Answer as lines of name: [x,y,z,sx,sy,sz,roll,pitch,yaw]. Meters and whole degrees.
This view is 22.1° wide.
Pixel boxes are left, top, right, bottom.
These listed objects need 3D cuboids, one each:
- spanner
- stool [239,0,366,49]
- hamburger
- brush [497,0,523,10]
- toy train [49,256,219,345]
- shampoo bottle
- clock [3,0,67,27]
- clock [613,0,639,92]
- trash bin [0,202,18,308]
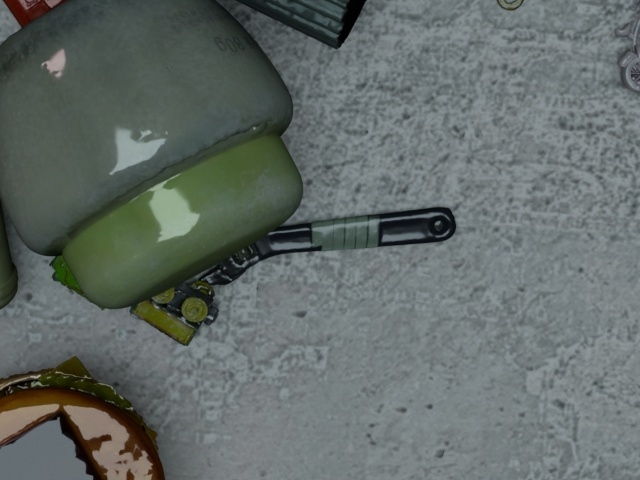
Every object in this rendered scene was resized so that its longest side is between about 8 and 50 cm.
spanner: [0.000,0.000,1.897,0.315,0.024,0.087,-5,99,0]
stool: [-0.078,-0.396,1.719,0.330,0.297,0.297,21,97,3]
hamburger: [-0.309,0.277,1.835,0.291,0.225,0.291,-1,96,-6]
brush: [0.173,-0.359,1.851,0.082,0.010,0.218,-29,97,4]
toy train: [-0.214,0.051,1.885,0.202,0.060,0.081,31,113,-3]
shampoo bottle: [-0.191,-0.112,1.733,0.322,0.322,0.317,-27,89,4]
clock: [-0.312,-0.299,1.842,0.113,0.061,0.155,-34,94,6]
clock: [0.379,-0.230,1.850,0.087,0.041,0.129,39,91,-8]
trash bin: [-0.469,-0.037,1.811,0.243,0.121,0.247,-2,118,1]
